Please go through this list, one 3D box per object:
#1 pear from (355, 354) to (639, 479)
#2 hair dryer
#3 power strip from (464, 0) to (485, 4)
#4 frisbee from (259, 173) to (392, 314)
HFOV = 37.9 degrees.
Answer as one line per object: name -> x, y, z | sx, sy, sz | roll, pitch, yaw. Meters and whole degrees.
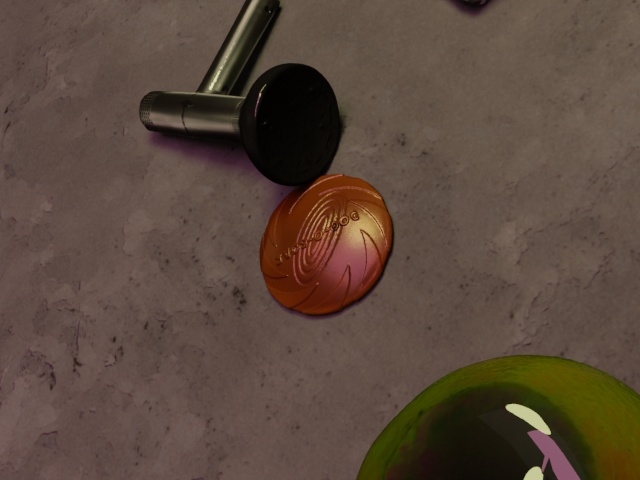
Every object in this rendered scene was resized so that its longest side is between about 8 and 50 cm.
pear -> 0.179, 0.286, 0.886 | 0.398, 0.165, 0.399 | -11, 65, 26
hair dryer -> -0.103, -0.249, 1.284 | 0.320, 0.155, 0.284 | 24, 94, 43
power strip -> 0.209, -0.433, 1.158 | 0.109, 0.037, 0.279 | 50, 134, 35
frisbee -> 0.000, 0.000, 1.188 | 0.192, 0.035, 0.192 | -12, 65, 26
